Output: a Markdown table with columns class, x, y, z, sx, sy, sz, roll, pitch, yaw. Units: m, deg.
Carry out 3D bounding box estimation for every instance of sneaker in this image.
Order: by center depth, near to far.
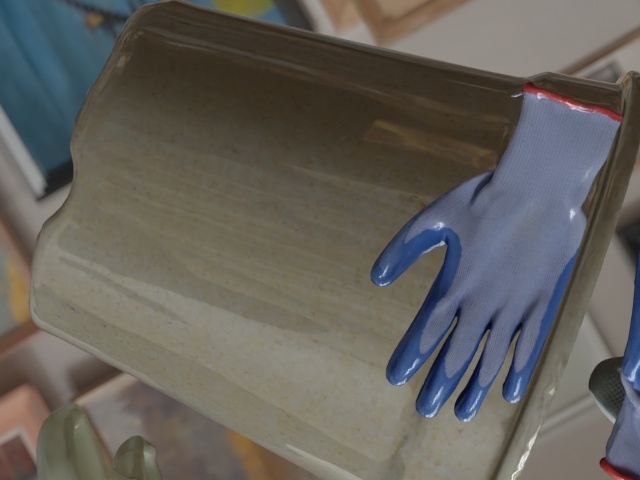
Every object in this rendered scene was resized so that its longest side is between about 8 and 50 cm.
| class | x | y | z | sx | sy | sz | roll | pitch | yaw |
| --- | --- | --- | --- | --- | --- | --- | --- | --- | --- |
| sneaker | 0.233 | 0.119 | 1.167 | 0.152 | 0.054 | 0.061 | 24 | 163 | -6 |

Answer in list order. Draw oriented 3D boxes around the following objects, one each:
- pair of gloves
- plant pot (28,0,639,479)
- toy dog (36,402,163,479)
| class | x | y | z | sx | sy | sz | roll | pitch | yaw |
| --- | --- | --- | --- | --- | --- | --- | --- | --- | --- |
| pair of gloves | 0.123 | 0.024 | 0.819 | 0.198 | 0.159 | 0.023 | 22 | -175 | -12 |
| plant pot | 0.000 | 0.000 | 1.151 | 0.305 | 0.334 | 0.334 | 21 | -174 | 2 |
| toy dog | -0.298 | 0.317 | 1.255 | 0.284 | 0.407 | 0.396 | 29 | -132 | -83 |
